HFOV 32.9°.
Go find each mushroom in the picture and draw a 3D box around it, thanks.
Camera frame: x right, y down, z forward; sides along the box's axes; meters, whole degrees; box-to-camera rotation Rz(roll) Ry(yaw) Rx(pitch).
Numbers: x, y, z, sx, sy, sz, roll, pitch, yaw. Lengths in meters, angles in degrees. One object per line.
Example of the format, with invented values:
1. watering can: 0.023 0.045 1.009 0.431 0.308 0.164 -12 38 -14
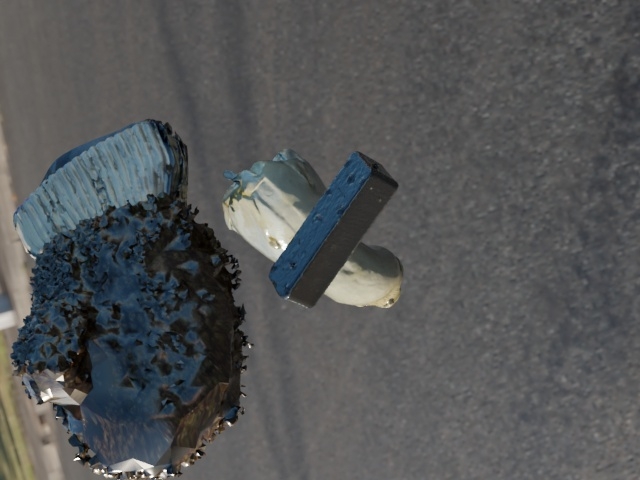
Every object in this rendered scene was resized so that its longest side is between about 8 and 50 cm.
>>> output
1. mushroom: 0.000 0.001 1.066 0.278 0.099 0.096 40 -165 -45

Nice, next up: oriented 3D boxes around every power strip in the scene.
1. power strip: 0.009 -0.006 0.734 0.111 0.029 0.038 -55 33 15

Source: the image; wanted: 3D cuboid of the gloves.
1. gloves: -0.170 0.054 0.942 0.135 0.210 0.312 98 149 -62
